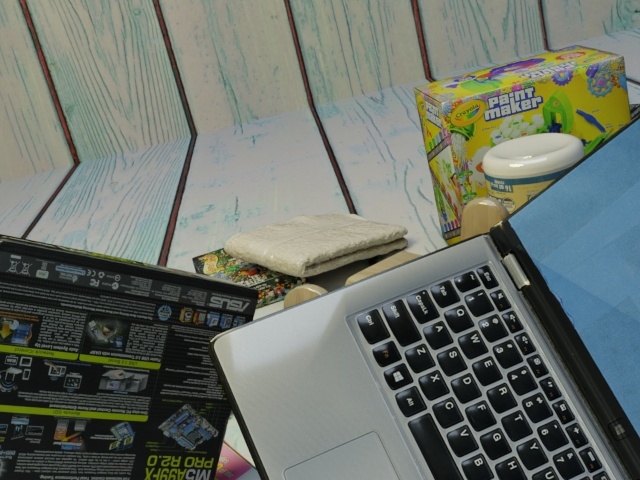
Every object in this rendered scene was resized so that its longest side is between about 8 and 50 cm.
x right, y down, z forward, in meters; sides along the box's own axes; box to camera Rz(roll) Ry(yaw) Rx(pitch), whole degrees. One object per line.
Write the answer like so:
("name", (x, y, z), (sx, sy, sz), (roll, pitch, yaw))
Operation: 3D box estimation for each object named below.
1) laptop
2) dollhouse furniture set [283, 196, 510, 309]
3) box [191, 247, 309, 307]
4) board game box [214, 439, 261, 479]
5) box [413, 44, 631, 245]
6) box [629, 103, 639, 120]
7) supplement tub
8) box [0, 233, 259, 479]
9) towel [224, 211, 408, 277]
("laptop", (0.184, 0.124, 0.587), (0.408, 0.381, 0.236), (-20, -22, -16))
("dollhouse furniture set", (0.216, 0.038, 0.911), (0.394, 0.256, 0.362), (14, 24, 37))
("box", (-0.126, 0.057, 1.569), (0.159, 0.044, 0.233), (-18, 20, -12))
("board game box", (-0.167, 0.322, 0.830), (0.317, 0.064, 0.242), (-23, 21, -26))
("box", (0.334, -0.139, 1.450), (0.290, 0.279, 0.177), (-15, 20, -4))
("box", (0.580, -0.173, 1.644), (0.184, 0.103, 0.261), (-2, 22, 40))
("supplement tub", (0.322, -0.043, 1.309), (0.144, 0.199, 0.144), (-12, 19, 4))
("box", (-0.199, 0.122, 0.817), (0.270, 0.216, 0.060), (14, 0, -40))
("towel", (0.000, 0.000, 1.538), (0.187, 0.049, 0.282), (14, 21, 42))
